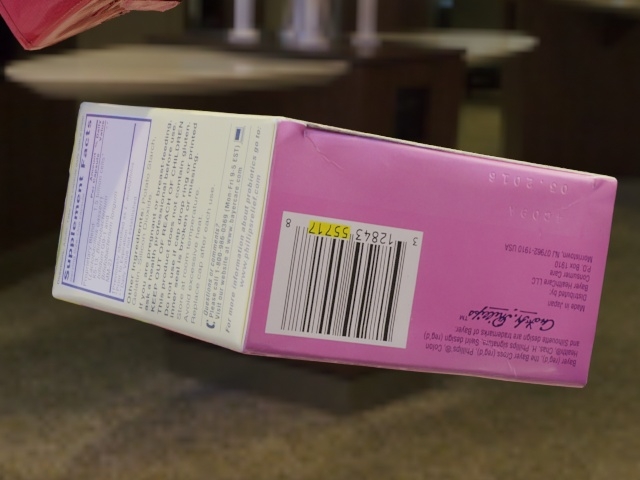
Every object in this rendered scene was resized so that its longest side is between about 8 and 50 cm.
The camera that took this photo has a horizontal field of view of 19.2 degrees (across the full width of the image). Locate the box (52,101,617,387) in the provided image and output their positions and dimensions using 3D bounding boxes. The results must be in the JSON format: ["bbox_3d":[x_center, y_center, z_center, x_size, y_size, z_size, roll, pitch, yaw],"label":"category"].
[{"bbox_3d":[0.000,0.000,1.049,0.213,0.117,0.243,8,2,-31],"label":"box"}]

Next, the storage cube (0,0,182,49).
[{"bbox_3d":[-0.104,-0.252,1.083,0.193,0.215,0.183,-28,0,43],"label":"storage cube"}]
